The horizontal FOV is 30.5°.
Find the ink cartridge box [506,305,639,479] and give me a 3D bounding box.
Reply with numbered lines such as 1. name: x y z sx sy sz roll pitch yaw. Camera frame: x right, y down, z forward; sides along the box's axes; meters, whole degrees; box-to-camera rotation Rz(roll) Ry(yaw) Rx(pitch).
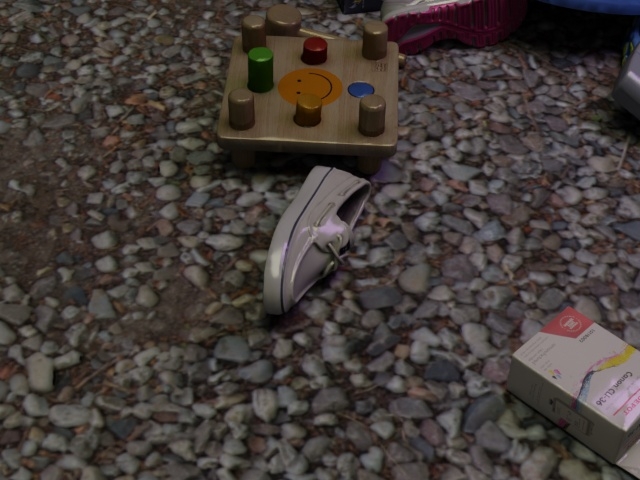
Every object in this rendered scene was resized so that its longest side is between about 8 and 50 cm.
1. ink cartridge box: 0.329 0.175 1.354 0.198 0.067 0.115 35 53 29

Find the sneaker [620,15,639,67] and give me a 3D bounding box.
1. sneaker: 0.526 -0.311 1.872 0.078 0.067 0.188 22 45 -4

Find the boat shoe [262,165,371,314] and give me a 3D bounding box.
1. boat shoe: 0.000 0.000 1.515 0.088 0.096 0.267 9 36 15

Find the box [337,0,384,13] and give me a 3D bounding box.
1. box: 0.100 -0.489 2.038 0.184 0.059 0.232 -9 46 -10

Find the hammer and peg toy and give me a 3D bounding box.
1. hammer and peg toy: -0.004 -0.254 1.744 0.266 0.127 0.361 3 44 2

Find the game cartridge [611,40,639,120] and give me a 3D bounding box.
1. game cartridge: 0.574 -0.255 1.772 0.198 0.062 0.297 44 55 7

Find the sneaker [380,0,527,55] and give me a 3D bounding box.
1. sneaker: 0.208 -0.378 1.896 0.252 0.103 0.111 -7 46 -9

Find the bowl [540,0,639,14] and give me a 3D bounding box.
1. bowl: 0.427 -0.478 1.951 0.391 0.077 0.391 7 30 -4
